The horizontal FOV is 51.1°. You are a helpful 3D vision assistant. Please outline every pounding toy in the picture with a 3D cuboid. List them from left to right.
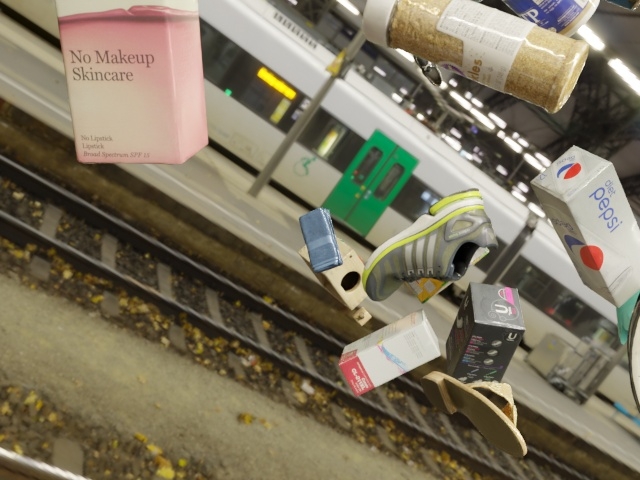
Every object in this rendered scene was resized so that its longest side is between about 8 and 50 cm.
[{"bbox_3d":[0.073,0.096,1.481,0.181,0.094,0.206,36,-15,52],"label":"pounding toy"}]

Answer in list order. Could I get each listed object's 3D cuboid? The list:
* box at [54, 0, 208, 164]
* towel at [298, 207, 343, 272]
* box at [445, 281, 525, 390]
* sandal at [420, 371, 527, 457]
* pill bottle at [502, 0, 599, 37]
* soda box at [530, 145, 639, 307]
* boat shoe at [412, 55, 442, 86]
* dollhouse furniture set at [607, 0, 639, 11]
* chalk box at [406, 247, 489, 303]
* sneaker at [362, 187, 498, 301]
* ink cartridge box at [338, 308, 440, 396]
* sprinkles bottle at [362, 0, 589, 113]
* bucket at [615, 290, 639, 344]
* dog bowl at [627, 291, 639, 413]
[{"bbox_3d":[-0.242,-0.226,0.881,0.149,0.232,0.127,1,21,8],"label":"box"},{"bbox_3d":[0.000,0.000,1.312,0.029,0.067,0.119,-3,75,-61],"label":"towel"},{"bbox_3d":[0.457,0.273,1.882,0.143,0.270,0.165,9,40,-1],"label":"box"},{"bbox_3d":[0.245,0.234,0.998,0.240,0.079,0.088,15,-51,65],"label":"sandal"},{"bbox_3d":[0.357,-0.426,1.105,0.187,0.112,0.112,35,7,-17],"label":"pill bottle"},{"bbox_3d":[0.462,-0.017,1.120,0.286,0.098,0.091,50,-1,-35],"label":"soda box"},{"bbox_3d":[0.291,-0.466,1.806,0.125,0.046,0.038,47,24,-39],"label":"boat shoe"},{"bbox_3d":[0.814,-0.681,1.616,0.303,0.198,0.286,27,14,14],"label":"dollhouse furniture set"},{"bbox_3d":[0.302,0.031,1.625,0.213,0.132,0.132,-28,74,-36],"label":"chalk box"},{"bbox_3d":[0.191,0.035,1.214,0.111,0.300,0.121,2,54,-44],"label":"sneaker"},{"bbox_3d":[0.131,0.207,1.253,0.072,0.175,0.127,62,10,-1],"label":"ink cartridge box"},{"bbox_3d":[0.247,-0.329,1.100,0.355,0.121,0.121,27,4,18],"label":"sprinkles bottle"},{"bbox_3d":[0.749,0.104,1.392,0.281,0.281,0.183,28,54,-46],"label":"bucket"},{"bbox_3d":[0.651,0.164,0.986,0.408,0.408,0.150,36,8,6],"label":"dog bowl"}]
